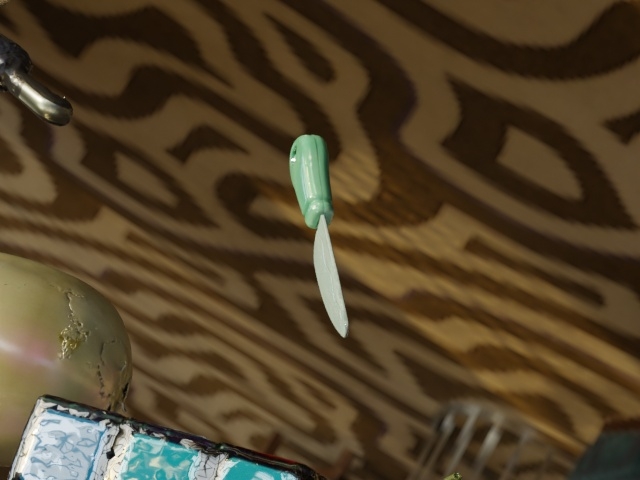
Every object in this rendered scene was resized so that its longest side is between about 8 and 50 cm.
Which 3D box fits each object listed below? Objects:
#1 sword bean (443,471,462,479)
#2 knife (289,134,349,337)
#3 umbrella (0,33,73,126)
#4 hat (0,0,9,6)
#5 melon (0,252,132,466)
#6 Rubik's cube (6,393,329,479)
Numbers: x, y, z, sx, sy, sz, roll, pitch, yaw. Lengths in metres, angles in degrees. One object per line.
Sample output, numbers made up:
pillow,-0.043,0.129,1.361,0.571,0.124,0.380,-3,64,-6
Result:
sword bean,0.107,0.213,1.459,0.012,0.012,0.083,30,156,4
knife,-0.001,0.001,1.697,0.035,0.260,0.063,6,140,-18
umbrella,-0.334,-0.193,1.717,0.248,0.071,0.071,38,166,35
hat,-0.287,-0.260,1.333,0.226,0.164,0.219,6,-171,24
melon,-0.348,0.121,1.786,0.317,0.223,0.223,14,155,12
Rubik's cube,-0.076,0.189,0.885,0.162,0.160,0.163,12,165,20
